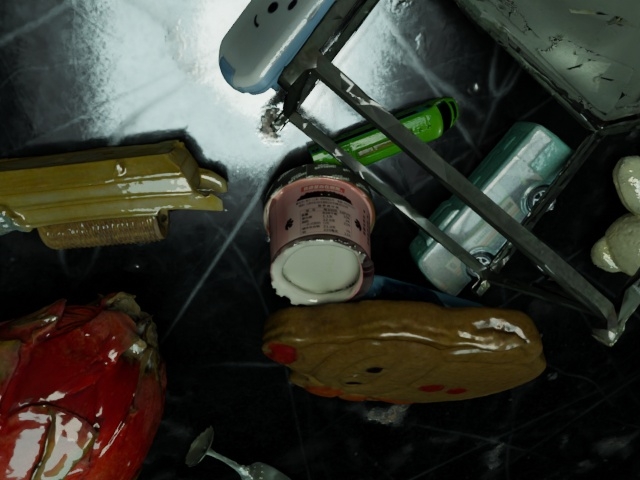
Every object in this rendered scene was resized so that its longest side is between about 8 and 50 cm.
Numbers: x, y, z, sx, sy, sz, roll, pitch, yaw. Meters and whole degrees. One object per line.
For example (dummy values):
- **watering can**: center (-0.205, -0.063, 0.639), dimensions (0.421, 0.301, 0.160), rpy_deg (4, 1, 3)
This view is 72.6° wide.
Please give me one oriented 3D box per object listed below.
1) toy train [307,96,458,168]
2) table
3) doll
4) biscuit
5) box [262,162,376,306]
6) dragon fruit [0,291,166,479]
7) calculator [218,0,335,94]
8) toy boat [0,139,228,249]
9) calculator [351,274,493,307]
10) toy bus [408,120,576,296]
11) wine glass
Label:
- **toy train**: center (0.090, -0.135, 0.573), dimensions (0.209, 0.042, 0.044), rpy_deg (-21, 118, 1)
- **table**: center (0.164, -0.128, 0.421), dimensions (0.335, 0.222, 0.272), rpy_deg (37, 89, -9)
- **doll**: center (0.541, -0.066, 0.655), dimensions (0.149, 0.175, 0.278), rpy_deg (-7, 114, -49)
- **biscuit**: center (0.102, 0.169, 0.612), dimensions (0.381, 0.074, 0.359), rpy_deg (11, 145, -17)
- **box**: center (0.000, 0.000, 0.550), dimensions (0.151, 0.135, 0.151), rpy_deg (-1, 132, -1)
- **dragon fruit**: center (-0.348, 0.222, 0.551), dimensions (0.342, 0.277, 0.277), rpy_deg (-24, 117, -8)
- **calculator**: center (-0.030, -0.246, 0.459), dimensions (0.210, 0.121, 0.039), rpy_deg (-46, 141, 14)
- **toy boat**: center (-0.271, -0.047, 0.528), dimensions (0.310, 0.089, 0.115), rpy_deg (-9, 119, -6)
- **calculator**: center (0.139, 0.111, 0.645), dimensions (0.293, 0.173, 0.051), rpy_deg (17, 69, -17)
- **toy bus**: center (0.238, -0.040, 0.623), dimensions (0.109, 0.091, 0.262), rpy_deg (35, 104, -12)
- **wine glass**: center (-0.124, 0.432, 0.799), dimensions (0.074, 0.074, 0.262), rpy_deg (-41, 115, 11)
